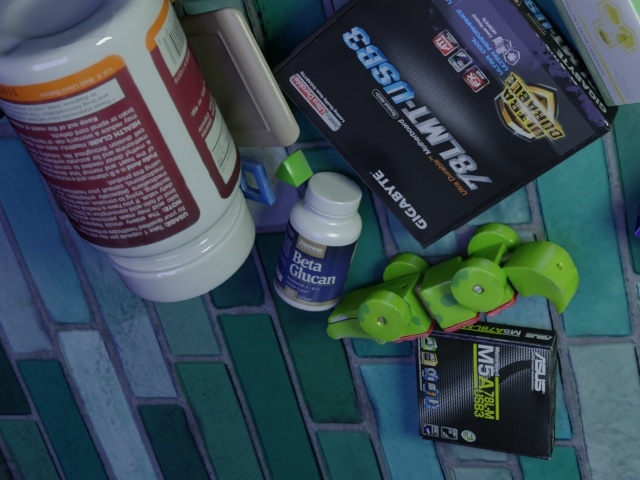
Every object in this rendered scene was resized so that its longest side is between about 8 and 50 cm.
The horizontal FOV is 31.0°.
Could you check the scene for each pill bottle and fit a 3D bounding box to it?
[{"bbox_3d":[0.000,0.000,1.487,0.094,0.094,0.169,22,125,10],"label":"pill bottle"},{"bbox_3d":[-0.226,-0.123,1.364,0.224,0.224,0.392,0,137,23],"label":"pill bottle"}]

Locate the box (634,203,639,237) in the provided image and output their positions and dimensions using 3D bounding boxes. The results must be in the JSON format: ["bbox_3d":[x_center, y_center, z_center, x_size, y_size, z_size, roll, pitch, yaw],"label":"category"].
[{"bbox_3d":[0.445,-0.036,1.292,0.126,0.072,0.137,33,126,1],"label":"box"}]

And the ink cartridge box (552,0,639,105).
[{"bbox_3d":[0.335,-0.227,1.149,0.171,0.056,0.235,60,164,-12],"label":"ink cartridge box"}]

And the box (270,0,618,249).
[{"bbox_3d":[0.138,-0.175,1.340,0.293,0.073,0.295,-35,101,34],"label":"box"}]

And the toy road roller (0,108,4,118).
[{"bbox_3d":[-0.441,-0.317,1.428,0.329,0.202,0.240,35,114,-6],"label":"toy road roller"}]

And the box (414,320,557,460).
[{"bbox_3d":[0.221,0.196,1.544,0.184,0.045,0.190,8,123,21],"label":"box"}]

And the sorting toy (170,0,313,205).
[{"bbox_3d":[-0.116,-0.201,1.421,0.196,0.047,0.347,2,125,52],"label":"sorting toy"}]

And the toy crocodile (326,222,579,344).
[{"bbox_3d":[0.157,0.069,1.450,0.340,0.115,0.105,-20,111,31],"label":"toy crocodile"}]
